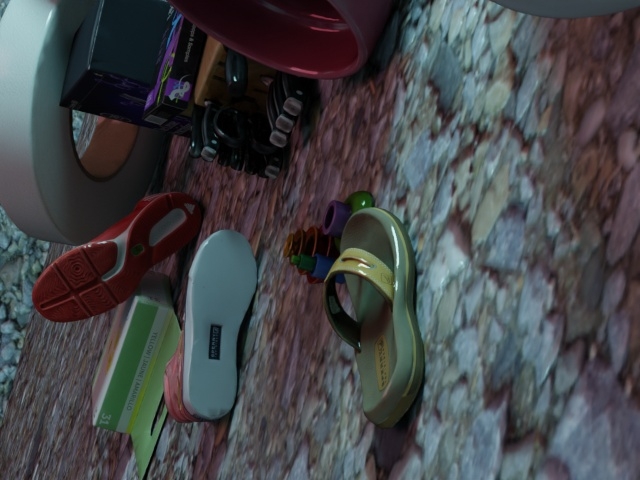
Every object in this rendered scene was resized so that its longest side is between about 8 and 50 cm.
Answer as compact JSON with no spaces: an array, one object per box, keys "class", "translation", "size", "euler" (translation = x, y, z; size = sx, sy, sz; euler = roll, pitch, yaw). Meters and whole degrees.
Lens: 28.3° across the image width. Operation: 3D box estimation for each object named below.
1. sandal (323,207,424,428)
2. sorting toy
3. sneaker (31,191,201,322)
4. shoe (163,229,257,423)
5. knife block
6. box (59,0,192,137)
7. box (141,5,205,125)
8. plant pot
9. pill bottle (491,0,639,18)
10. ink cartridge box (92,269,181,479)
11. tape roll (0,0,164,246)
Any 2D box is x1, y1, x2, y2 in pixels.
[{"class":"sandal","translation":[0.027,0.040,0.810],"size":[0.180,0.049,0.072],"euler":[-94,26,-48]},{"class":"sorting toy","translation":[0.000,0.000,0.942],"size":[0.102,0.042,0.061],"euler":[129,151,-52]},{"class":"sneaker","translation":[-0.236,0.017,1.510],"size":[0.221,0.087,0.128],"euler":[-30,9,-1]},{"class":"shoe","translation":[-0.107,0.081,1.172],"size":[0.081,0.064,0.177],"euler":[-26,55,61]},{"class":"knife block","translation":[-0.059,-0.192,1.218],"size":[0.242,0.088,0.275],"euler":[165,119,-70]},{"class":"box","translation":[-0.188,-0.197,1.462],"size":[0.261,0.184,0.103],"euler":[171,113,-72]},{"class":"box","translation":[-0.140,-0.203,1.279],"size":[0.116,0.029,0.162],"euler":[169,116,-72]},{"class":"plant pot","translation":[-0.016,-0.254,0.991],"size":[0.180,0.201,0.201],"euler":[-62,14,-15]},{"class":"pill bottle","translation":[0.105,-0.245,0.620],"size":[0.283,0.160,0.160],"euler":[-96,27,-50]},{"class":"ink cartridge box","translation":[-0.215,0.150,1.474],"size":[0.235,0.056,0.171],"euler":[-118,46,-69]},{"class":"tape roll","translation":[-0.312,-0.185,1.688],"size":[0.392,0.072,0.391],"euler":[10,-90,-73]}]
